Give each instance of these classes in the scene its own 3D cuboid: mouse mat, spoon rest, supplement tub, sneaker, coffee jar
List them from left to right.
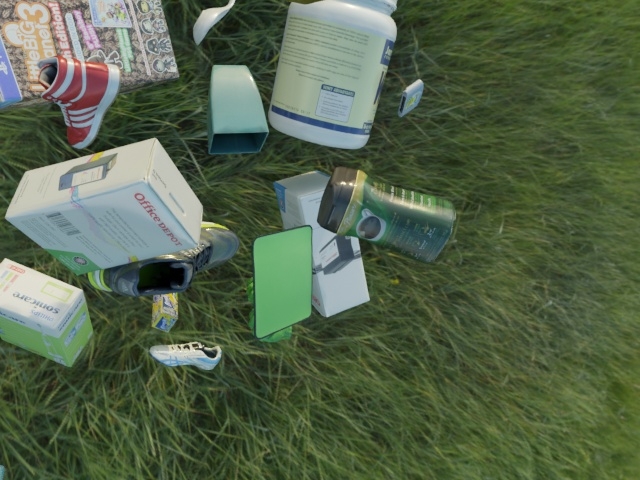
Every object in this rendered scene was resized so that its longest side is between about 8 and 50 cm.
[{"bbox_3d":[-0.249,-0.136,0.469,0.067,0.118,0.042,-1,62,-44],"label":"sneaker"},{"bbox_3d":[-0.259,0.045,0.878,0.300,0.121,0.111,-21,125,-48],"label":"sneaker"},{"bbox_3d":[-0.419,0.349,1.487,0.237,0.085,0.086,20,102,-41],"label":"sneaker"},{"bbox_3d":[-0.371,-0.807,1.682,0.084,0.137,0.276,27,75,-27],"label":"spoon rest"},{"bbox_3d":[-0.065,0.072,0.863,0.152,0.007,0.190,-15,109,-48],"label":"mouse mat"},{"bbox_3d":[0.028,-0.384,1.033,0.235,0.235,0.325,0,115,-35],"label":"supplement tub"},{"bbox_3d":[0.091,-0.037,0.687,0.184,0.079,0.096,19,134,-4],"label":"coffee jar"}]

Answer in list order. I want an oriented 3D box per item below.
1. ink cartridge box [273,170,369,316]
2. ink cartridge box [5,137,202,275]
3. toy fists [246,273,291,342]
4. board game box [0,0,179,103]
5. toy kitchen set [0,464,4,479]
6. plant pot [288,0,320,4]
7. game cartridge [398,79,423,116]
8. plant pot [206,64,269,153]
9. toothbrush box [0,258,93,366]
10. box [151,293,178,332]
[{"bbox_3d":[0.000,0.000,1.193,0.129,0.223,0.307,-18,111,-16],"label":"ink cartridge box"},{"bbox_3d":[-0.302,-0.043,0.697,0.212,0.093,0.154,-11,142,11],"label":"ink cartridge box"},{"bbox_3d":[-0.187,0.228,1.696,0.142,0.096,0.279,2,58,-19],"label":"toy fists"},{"bbox_3d":[-0.439,-0.318,0.816,0.291,0.232,0.141,-26,113,-39],"label":"board game box"},{"bbox_3d":[-0.407,0.222,0.439,0.207,0.122,0.166,20,108,-31],"label":"toy kitchen set"},{"bbox_3d":[-0.036,-0.296,0.493,0.083,0.081,0.081,-9,112,-26],"label":"plant pot"},{"bbox_3d":[0.199,-0.313,1.046,0.056,0.017,0.083,-41,164,-15],"label":"game cartridge"},{"bbox_3d":[-0.269,-0.409,1.472,0.165,0.165,0.234,-5,81,-19],"label":"plant pot"},{"bbox_3d":[-0.734,0.199,1.246,0.206,0.283,0.122,23,54,-3],"label":"toothbrush box"},{"bbox_3d":[-0.472,0.199,1.445,0.054,0.169,0.059,31,105,-28],"label":"box"}]
